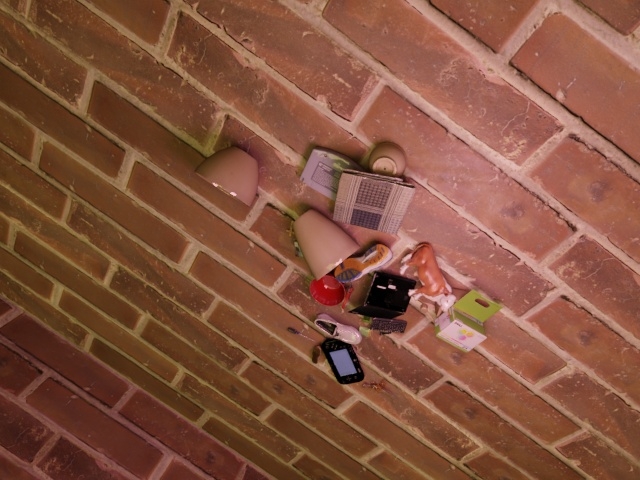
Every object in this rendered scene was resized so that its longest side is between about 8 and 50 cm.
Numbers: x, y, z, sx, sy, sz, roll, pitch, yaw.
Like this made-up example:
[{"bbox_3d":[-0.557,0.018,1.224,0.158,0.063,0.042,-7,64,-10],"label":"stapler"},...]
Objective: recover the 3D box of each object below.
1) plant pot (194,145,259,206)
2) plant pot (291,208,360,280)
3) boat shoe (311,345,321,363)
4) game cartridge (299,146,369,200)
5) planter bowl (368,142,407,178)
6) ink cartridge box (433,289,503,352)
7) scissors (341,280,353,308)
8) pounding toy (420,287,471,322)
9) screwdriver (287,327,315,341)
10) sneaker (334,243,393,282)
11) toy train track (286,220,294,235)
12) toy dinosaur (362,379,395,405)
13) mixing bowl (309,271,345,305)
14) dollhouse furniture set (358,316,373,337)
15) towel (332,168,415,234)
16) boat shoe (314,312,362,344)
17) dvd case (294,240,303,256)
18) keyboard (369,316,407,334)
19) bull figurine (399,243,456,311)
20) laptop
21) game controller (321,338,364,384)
[{"bbox_3d":[-0.385,-0.304,1.813,0.284,0.284,0.191,31,87,-1],"label":"plant pot"},{"bbox_3d":[0.000,0.000,1.865,0.256,0.256,0.274,-40,85,31],"label":"plant pot"},{"bbox_3d":[-0.019,0.641,2.316,0.050,0.045,0.136,25,127,13],"label":"boat shoe"},{"bbox_3d":[0.072,-0.276,1.781,0.294,0.060,0.196,30,126,0],"label":"game cartridge"},{"bbox_3d":[0.269,-0.307,1.666,0.161,0.109,0.162,7,119,13],"label":"planter bowl"},{"bbox_3d":[0.660,0.360,1.812,0.188,0.097,0.255,29,124,-13],"label":"ink cartridge box"},{"bbox_3d":[0.143,0.229,1.953,0.021,0.109,0.297,26,145,14],"label":"scissors"},{"bbox_3d":[0.569,0.309,1.908,0.205,0.094,0.181,10,125,3],"label":"pounding toy"},{"bbox_3d":[-0.106,0.531,2.302,0.169,0.024,0.025,21,93,-1],"label":"screwdriver"},{"bbox_3d":[0.208,0.124,1.906,0.296,0.131,0.112,-27,63,26],"label":"sneaker"},{"bbox_3d":[-0.141,-0.060,1.991,0.048,0.014,0.083,20,116,15],"label":"toy train track"},{"bbox_3d":[0.344,0.842,2.311,0.211,0.064,0.112,22,141,16],"label":"toy dinosaur"},{"bbox_3d":[0.047,0.227,2.036,0.181,0.098,0.182,8,119,14],"label":"mixing bowl"},{"bbox_3d":[0.237,0.458,2.125,0.076,0.059,0.152,13,121,12],"label":"dollhouse furniture set"},{"bbox_3d":[0.218,-0.163,1.725,0.311,0.056,0.324,13,144,2],"label":"towel"},{"bbox_3d":[0.090,0.474,2.146,0.267,0.088,0.096,32,107,7],"label":"boat shoe"},{"bbox_3d":[-0.070,0.046,2.025,0.119,0.013,0.087,4,119,15],"label":"dvd case"},{"bbox_3d":[0.343,0.445,2.074,0.180,0.023,0.108,8,121,-7],"label":"keyboard"},{"bbox_3d":[0.474,0.175,1.817,0.188,0.101,0.311,-24,75,27],"label":"bull figurine"},{"bbox_3d":[0.297,0.276,1.979,0.234,0.136,0.265,14,100,-20],"label":"laptop"},{"bbox_3d":[0.128,0.672,2.273,0.166,0.067,0.319,-14,113,24],"label":"game controller"}]
